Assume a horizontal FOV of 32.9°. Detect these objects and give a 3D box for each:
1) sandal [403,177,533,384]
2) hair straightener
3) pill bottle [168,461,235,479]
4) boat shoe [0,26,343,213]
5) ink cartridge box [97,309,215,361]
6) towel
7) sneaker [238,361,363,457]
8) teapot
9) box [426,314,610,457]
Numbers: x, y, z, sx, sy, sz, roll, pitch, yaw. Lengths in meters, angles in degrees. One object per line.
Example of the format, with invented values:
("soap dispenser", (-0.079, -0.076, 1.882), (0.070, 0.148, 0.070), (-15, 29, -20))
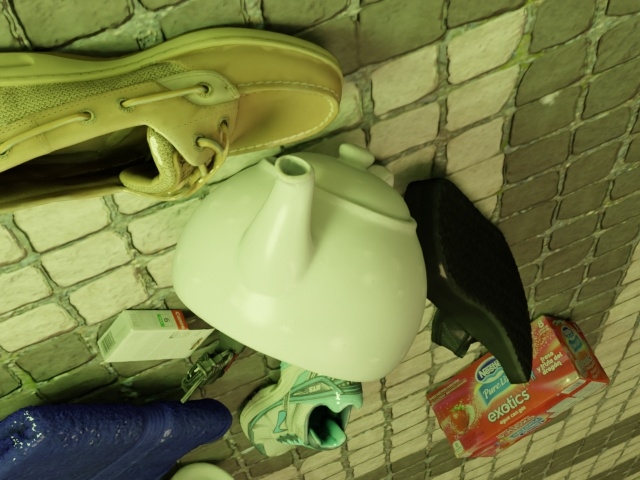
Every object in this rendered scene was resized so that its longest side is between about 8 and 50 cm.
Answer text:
("sandal", (0.167, 0.053, 1.306), (0.107, 0.167, 0.446), (-9, 152, 23))
("hair straightener", (-0.123, 0.127, 1.259), (0.089, 0.047, 0.230), (-31, 169, -43))
("pill bottle", (-0.220, 0.448, 1.657), (0.131, 0.131, 0.229), (0, 144, -41))
("boat shoe", (-0.125, -0.079, 0.826), (0.341, 0.110, 0.121), (-11, 149, -27))
("ink cartridge box", (-0.180, 0.104, 1.194), (0.115, 0.029, 0.063), (2, 141, -45))
("towel", (-0.285, 0.250, 1.308), (0.228, 0.076, 0.308), (-39, 153, 29))
("sneaker", (-0.026, 0.241, 1.467), (0.110, 0.122, 0.283), (-10, 149, -29))
("teapot", (0.000, 0.000, 0.991), (0.253, 0.256, 0.187), (20, 98, -30))
("box", (0.320, 0.243, 1.768), (0.257, 0.122, 0.128), (-40, 150, 25))
